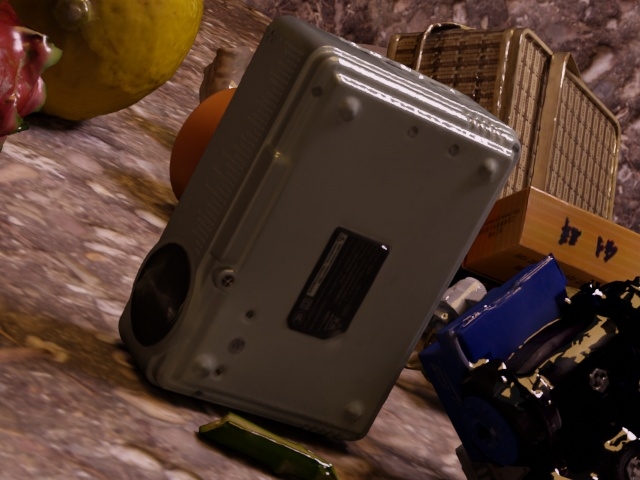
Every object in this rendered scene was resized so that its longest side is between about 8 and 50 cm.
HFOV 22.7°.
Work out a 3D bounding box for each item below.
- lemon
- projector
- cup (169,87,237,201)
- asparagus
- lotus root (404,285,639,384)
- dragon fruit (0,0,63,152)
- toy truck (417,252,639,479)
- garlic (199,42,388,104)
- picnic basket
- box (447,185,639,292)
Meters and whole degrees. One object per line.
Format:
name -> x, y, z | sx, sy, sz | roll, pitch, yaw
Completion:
lemon -> -0.240, -0.245, 1.594 | 0.245, 0.245, 0.320 | 27, 9, -12
projector -> 0.000, 0.000, 1.090 | 0.192, 0.257, 0.099 | 21, 14, -32
cup -> -0.002, -0.024, 1.481 | 0.264, 0.182, 0.226 | 30, -23, 36
asparagus -> -0.026, 0.138, 1.027 | 0.108, 0.021, 0.025 | 27, 11, -11
lotus root -> 0.199, 0.109, 1.394 | 0.278, 0.154, 0.154 | 19, 15, -25
dragon fruit -> -0.303, -0.144, 1.278 | 0.135, 0.137, 0.236 | 24, 1, 20
toy truck -> 0.157, 0.128, 1.125 | 0.177, 0.161, 0.213 | -8, -68, 58
garlic -> 0.029, -0.085, 1.823 | 0.246, 0.231, 0.340 | -13, -23, 19
picnic basket -> 0.197, -0.077, 1.720 | 0.175, 0.228, 0.313 | 1, -18, 31
box -> 0.189, 0.028, 1.564 | 0.152, 0.070, 0.237 | 22, -25, -24
